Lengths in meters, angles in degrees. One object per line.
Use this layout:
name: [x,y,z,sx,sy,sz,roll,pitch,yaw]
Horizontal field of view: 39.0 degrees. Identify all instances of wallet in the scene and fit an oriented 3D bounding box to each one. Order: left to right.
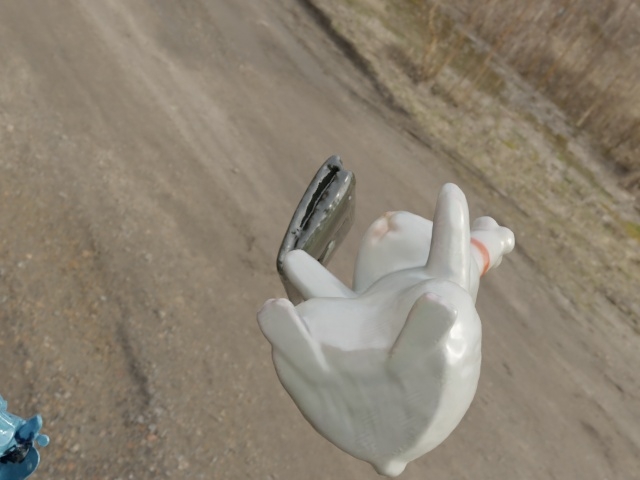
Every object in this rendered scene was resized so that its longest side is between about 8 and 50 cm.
wallet: [0.000,0.000,1.196,0.052,0.169,0.245,26,-12,11]

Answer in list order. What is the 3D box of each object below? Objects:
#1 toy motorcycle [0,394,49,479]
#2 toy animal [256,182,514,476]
toy motorcycle: [-0.476,0.270,1.244,0.182,0.123,0.272,55,2,-1]
toy animal: [0.058,0.033,0.653,0.138,0.140,0.282,65,25,-22]
